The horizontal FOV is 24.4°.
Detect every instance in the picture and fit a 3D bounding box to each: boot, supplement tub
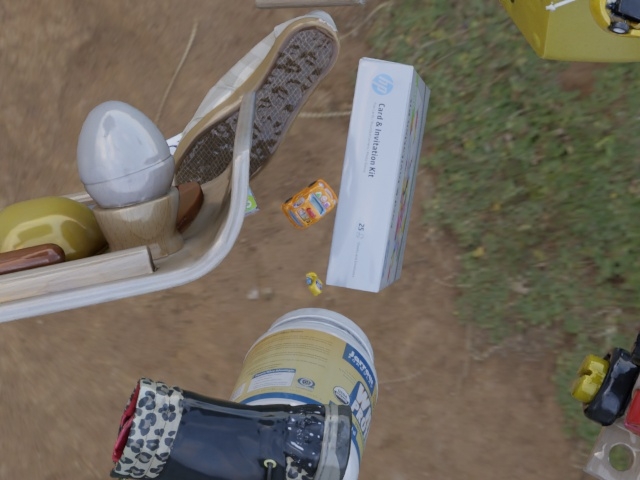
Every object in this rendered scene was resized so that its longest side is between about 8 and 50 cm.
[{"bbox_3d":[-0.087,0.196,1.218,0.178,0.236,0.085,12,48,-12],"label":"boot"},{"bbox_3d":[-0.020,0.172,1.497,0.144,0.200,0.144,5,121,9],"label":"supplement tub"}]

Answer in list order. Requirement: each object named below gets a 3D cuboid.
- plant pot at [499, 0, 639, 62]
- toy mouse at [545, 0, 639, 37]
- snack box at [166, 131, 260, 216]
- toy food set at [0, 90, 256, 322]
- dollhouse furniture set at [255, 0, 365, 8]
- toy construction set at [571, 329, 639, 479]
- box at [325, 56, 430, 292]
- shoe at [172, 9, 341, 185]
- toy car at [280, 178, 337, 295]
[{"bbox_3d":[0.265,-0.290,1.405,0.187,0.212,0.212,-20,55,-12],"label":"plant pot"},{"bbox_3d":[0.226,-0.204,1.019,0.161,0.031,0.143,12,82,-21],"label":"toy mouse"},{"bbox_3d":[-0.144,-0.045,1.461,0.141,0.037,0.100,-26,86,1],"label":"snack box"},{"bbox_3d":[-0.183,-0.024,0.823,0.306,0.220,0.092,-11,104,1],"label":"toy food set"},{"bbox_3d":[-0.034,-0.304,1.308,0.151,0.123,0.144,29,71,-48],"label":"dollhouse furniture set"},{"bbox_3d":[0.297,0.172,1.030,0.257,0.237,0.309,4,76,-12],"label":"toy construction set"},{"bbox_3d":[0.042,-0.043,1.009,0.038,0.186,0.145,9,92,8],"label":"box"},{"bbox_3d":[-0.058,-0.118,1.316,0.076,0.058,0.219,33,115,-24],"label":"shoe"},{"bbox_3d":[0.000,0.000,1.559,0.060,0.040,0.122,-17,110,6],"label":"toy car"}]
